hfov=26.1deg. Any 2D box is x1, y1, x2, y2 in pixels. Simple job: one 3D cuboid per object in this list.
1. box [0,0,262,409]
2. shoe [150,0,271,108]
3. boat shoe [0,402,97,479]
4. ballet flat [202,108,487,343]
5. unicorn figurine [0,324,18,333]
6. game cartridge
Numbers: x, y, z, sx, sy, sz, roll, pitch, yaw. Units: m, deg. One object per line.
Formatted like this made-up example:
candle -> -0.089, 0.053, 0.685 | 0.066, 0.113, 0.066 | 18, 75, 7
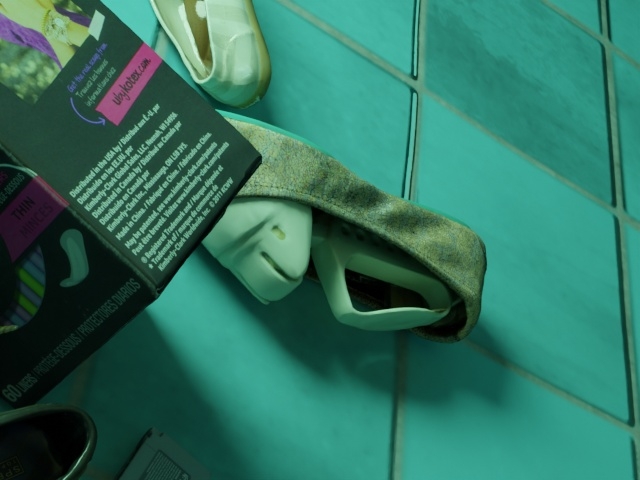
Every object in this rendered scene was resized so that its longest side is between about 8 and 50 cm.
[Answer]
box -> -0.197, -0.063, 0.786 | 0.270, 0.165, 0.143 | 44, 41, -8
shoe -> -0.097, -0.204, 1.057 | 0.058, 0.076, 0.219 | 2, 61, -48
boat shoe -> -0.202, 0.140, 0.696 | 0.228, 0.076, 0.080 | -18, 74, -48
ballet flat -> 0.000, 0.000, 0.975 | 0.316, 0.107, 0.106 | 19, 56, -30
unicorn figurine -> -0.265, 0.039, 0.739 | 0.162, 0.060, 0.111 | -24, 78, -33
game cartridge -> -0.100, 0.157, 0.827 | 0.056, 0.017, 0.083 | 41, 41, -6
